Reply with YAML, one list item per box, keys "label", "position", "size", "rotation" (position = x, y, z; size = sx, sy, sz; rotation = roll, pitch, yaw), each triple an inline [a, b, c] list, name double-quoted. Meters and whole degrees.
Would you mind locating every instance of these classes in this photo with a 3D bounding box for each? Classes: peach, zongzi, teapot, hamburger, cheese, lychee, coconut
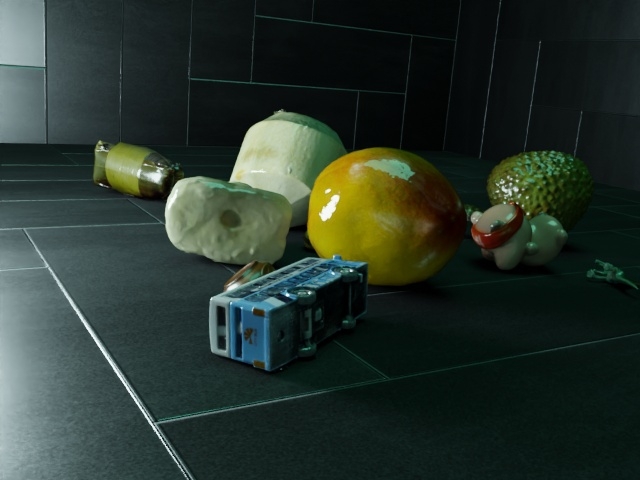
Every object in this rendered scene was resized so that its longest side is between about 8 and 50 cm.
- label: "peach"
  position: [0.140, -0.048, 1.394]
  size: [0.307, 0.289, 0.289]
  rotation: [-11, 6, 23]
- label: "zongzi"
  position: [-0.498, -0.205, 2.166]
  size: [0.289, 0.154, 0.317]
  rotation: [18, 12, 20]
- label: "teapot"
  position: [-0.117, 0.088, 1.206]
  size: [0.098, 0.078, 0.129]
  rotation: [-34, 9, 24]
- label: "hamburger"
  position: [0.000, 0.000, 1.660]
  size: [0.083, 0.044, 0.076]
  rotation: [0, 16, -9]
- label: "cheese"
  position: [-0.218, -0.051, 1.520]
  size: [0.247, 0.174, 0.251]
  rotation: [9, 12, -23]
- label: "lychee"
  position: [0.564, -0.112, 1.877]
  size: [0.320, 0.270, 0.270]
  rotation: [-37, 26, -12]
- label: "coconut"
  position: [-0.079, -0.169, 1.858]
  size: [0.323, 0.323, 0.323]
  rotation: [4, 13, -1]

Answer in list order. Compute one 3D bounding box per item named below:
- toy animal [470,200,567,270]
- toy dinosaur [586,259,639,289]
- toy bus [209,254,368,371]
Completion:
- label: "toy animal"
  position: [0.452, -0.009, 1.638]
  size: [0.197, 0.171, 0.171]
  rotation: [11, 13, -7]
- label: "toy dinosaur"
  position: [0.668, 0.082, 1.565]
  size: [0.106, 0.044, 0.187]
  rotation: [15, 6, -28]
- label: "toy bus"
  position: [-0.036, 0.103, 1.091]
  size: [0.131, 0.106, 0.297]
  rotation: [7, 14, 28]
